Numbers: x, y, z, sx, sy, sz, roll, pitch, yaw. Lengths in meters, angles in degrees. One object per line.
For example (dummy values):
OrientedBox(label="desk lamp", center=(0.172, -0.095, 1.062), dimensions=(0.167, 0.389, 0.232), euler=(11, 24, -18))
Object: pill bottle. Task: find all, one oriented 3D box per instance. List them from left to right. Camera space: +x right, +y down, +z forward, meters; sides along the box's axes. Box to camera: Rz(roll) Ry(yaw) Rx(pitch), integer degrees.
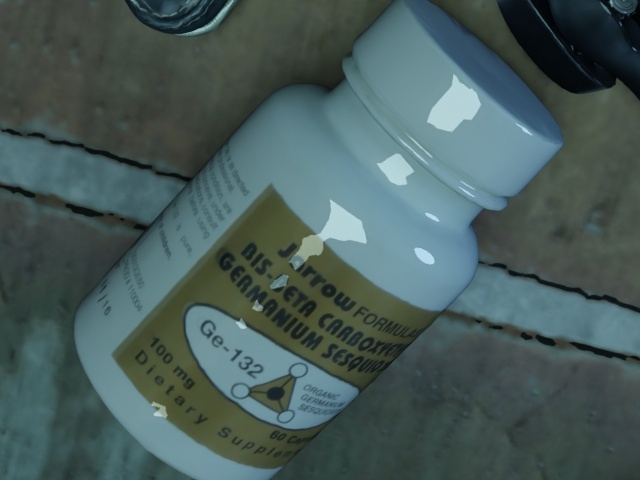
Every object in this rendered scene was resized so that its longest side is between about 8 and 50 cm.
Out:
OrientedBox(label="pill bottle", center=(0.000, 0.000, 0.729), dimensions=(0.131, 0.131, 0.229), euler=(42, 108, -6))

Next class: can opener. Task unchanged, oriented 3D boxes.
OrientedBox(label="can opener", center=(0.168, -0.076, 0.729), dimensions=(0.186, 0.073, 0.059), euler=(42, 69, -9))

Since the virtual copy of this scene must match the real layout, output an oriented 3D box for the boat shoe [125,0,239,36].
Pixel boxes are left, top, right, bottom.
OrientedBox(label="boat shoe", center=(-0.057, -0.214, 0.696), dimensions=(0.095, 0.079, 0.254), euler=(15, 109, 3))
